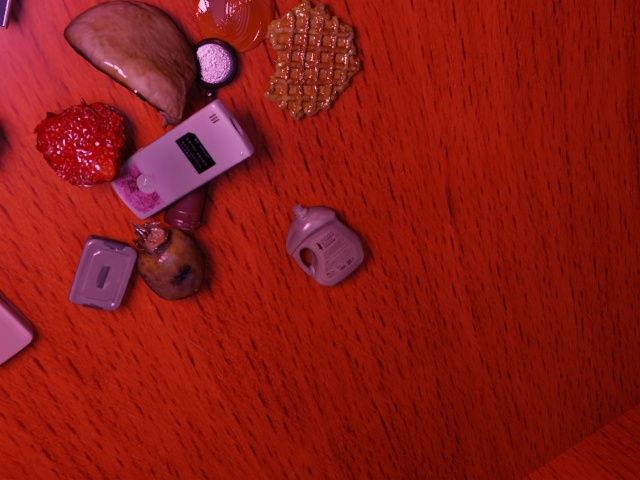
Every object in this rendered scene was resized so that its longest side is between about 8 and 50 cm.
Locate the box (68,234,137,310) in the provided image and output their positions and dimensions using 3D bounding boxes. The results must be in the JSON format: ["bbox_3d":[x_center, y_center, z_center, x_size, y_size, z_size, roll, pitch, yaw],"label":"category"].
[{"bbox_3d":[-0.520,0.069,1.510,0.124,0.093,0.172,17,102,-30],"label":"box"}]

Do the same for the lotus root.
[{"bbox_3d":[-0.360,0.043,1.511,0.154,0.154,0.278,-31,146,-12],"label":"lotus root"}]

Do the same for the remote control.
[{"bbox_3d":[-0.319,-0.173,1.423,0.344,0.050,0.145,-26,109,24],"label":"remote control"}]

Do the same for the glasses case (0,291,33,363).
[{"bbox_3d":[-0.802,0.137,1.411,0.144,0.076,0.336,-35,122,-8],"label":"glasses case"}]

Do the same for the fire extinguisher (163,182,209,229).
[{"bbox_3d":[-0.303,-0.164,1.511,0.105,0.105,0.269,7,108,-28],"label":"fire extinguisher"}]

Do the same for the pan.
[{"bbox_3d":[-0.258,-0.362,1.480,0.115,0.040,0.212,10,112,-9],"label":"pan"}]

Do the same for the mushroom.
[{"bbox_3d":[-0.356,-0.376,1.330,0.212,0.217,0.292,-44,122,-9],"label":"mushroom"}]

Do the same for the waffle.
[{"bbox_3d":[-0.032,-0.441,1.558,0.291,0.051,0.291,-10,116,-22],"label":"waffle"}]

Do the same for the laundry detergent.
[{"bbox_3d":[0.000,0.000,1.735,0.181,0.091,0.253,-39,123,0],"label":"laundry detergent"}]

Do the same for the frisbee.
[{"bbox_3d":[-0.191,-0.527,1.455,0.192,0.035,0.192,-10,114,-23],"label":"frisbee"}]

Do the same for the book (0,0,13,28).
[{"bbox_3d":[-0.694,-0.526,1.166,0.269,0.025,0.191,17,104,-11],"label":"book"}]

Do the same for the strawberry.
[{"bbox_3d":[-0.496,-0.198,1.356,0.187,0.201,0.184,11,125,-48],"label":"strawberry"}]
